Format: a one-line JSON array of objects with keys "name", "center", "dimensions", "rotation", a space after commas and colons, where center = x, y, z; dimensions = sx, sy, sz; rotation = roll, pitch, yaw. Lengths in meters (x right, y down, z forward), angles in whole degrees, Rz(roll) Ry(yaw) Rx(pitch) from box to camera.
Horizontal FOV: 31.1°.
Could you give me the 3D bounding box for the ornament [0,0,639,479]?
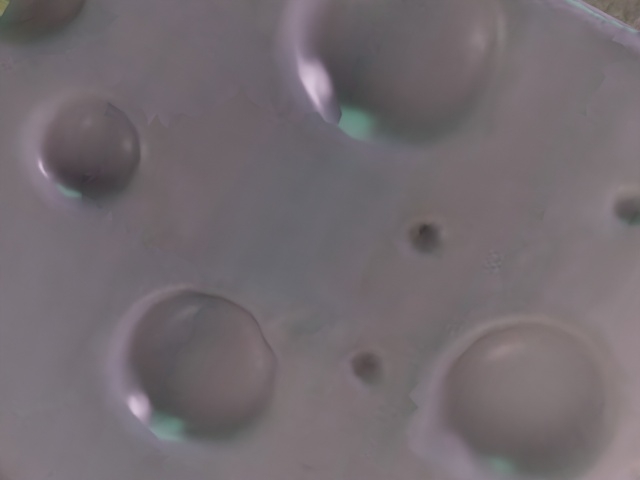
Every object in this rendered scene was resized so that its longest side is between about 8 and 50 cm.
[{"name": "ornament", "center": [0.000, 0.000, 0.443], "dimensions": [0.239, 0.240, 0.240], "rotation": [26, 13, -3]}]
